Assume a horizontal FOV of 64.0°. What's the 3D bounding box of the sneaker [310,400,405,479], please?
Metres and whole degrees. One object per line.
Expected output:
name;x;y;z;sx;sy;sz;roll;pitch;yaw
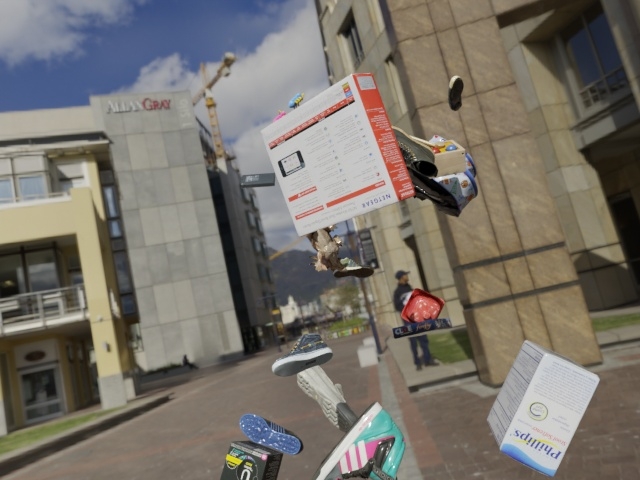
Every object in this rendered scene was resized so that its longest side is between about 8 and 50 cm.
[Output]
sneaker;0.107;0.571;1.272;0.295;0.178;0.124;-49;-13;-3

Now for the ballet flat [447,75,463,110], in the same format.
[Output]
ballet flat;0.411;-0.456;1.588;0.057;0.049;0.173;-41;-20;0

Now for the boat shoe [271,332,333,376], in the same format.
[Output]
boat shoe;-0.062;0.310;1.401;0.184;0.083;0.065;-8;-50;-32

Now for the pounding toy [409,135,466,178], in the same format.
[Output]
pounding toy;0.349;-0.262;1.540;0.130;0.100;0.141;-11;27;-1

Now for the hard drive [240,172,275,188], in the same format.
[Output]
hard drive;-0.251;-0.244;2.078;0.135;0.022;0.094;-4;32;0

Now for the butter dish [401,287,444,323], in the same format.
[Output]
butter dish;0.464;0.318;2.285;0.160;0.160;0.118;26;8;-2

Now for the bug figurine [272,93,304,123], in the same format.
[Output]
bug figurine;-0.152;-0.560;2.409;0.216;0.072;0.279;-50;-14;-29

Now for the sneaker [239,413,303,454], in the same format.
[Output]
sneaker;-0.164;0.660;1.733;0.233;0.081;0.090;22;-17;18

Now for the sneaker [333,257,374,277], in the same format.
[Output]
sneaker;0.126;0.103;2.100;0.192;0.086;0.064;1;-45;-30

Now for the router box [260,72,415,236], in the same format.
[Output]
router box;0.029;-0.194;1.253;0.336;0.300;0.082;-18;3;43

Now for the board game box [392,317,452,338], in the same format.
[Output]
board game box;0.399;0.340;1.985;0.165;0.042;0.243;-19;-16;25

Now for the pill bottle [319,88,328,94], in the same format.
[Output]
pill bottle;0.026;-0.402;1.588;0.187;0.112;0.112;-44;-8;-4

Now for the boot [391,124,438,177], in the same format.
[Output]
boot;0.203;-0.225;1.281;0.198;0.076;0.137;16;28;-5

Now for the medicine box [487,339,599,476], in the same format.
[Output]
medicine box;0.606;0.451;1.428;0.149;0.289;0.263;24;2;11

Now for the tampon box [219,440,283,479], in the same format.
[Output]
tampon box;-0.190;0.634;1.367;0.121;0.160;0.101;8;-15;26

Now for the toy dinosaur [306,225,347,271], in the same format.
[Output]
toy dinosaur;0.000;0.000;1.828;0.127;0.295;0.200;-20;3;-8

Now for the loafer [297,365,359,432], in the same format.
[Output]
loafer;0.043;0.558;1.834;0.112;0.319;0.111;-20;-46;-34

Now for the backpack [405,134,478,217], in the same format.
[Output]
backpack;0.430;-0.219;1.807;0.213;0.263;0.276;-44;-34;5
